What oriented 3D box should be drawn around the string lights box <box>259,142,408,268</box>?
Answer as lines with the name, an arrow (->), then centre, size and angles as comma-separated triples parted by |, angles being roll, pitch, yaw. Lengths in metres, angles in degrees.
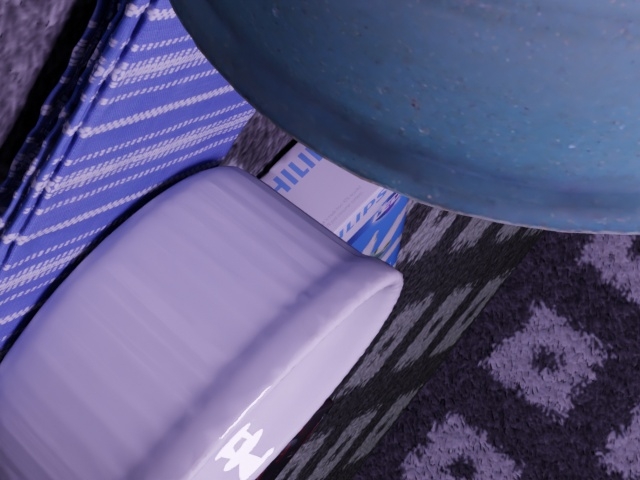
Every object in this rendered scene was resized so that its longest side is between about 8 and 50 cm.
string lights box -> 0.000, 0.000, 1.257 | 0.133, 0.076, 0.260 | -45, 166, -17

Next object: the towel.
towel -> -0.107, -0.055, 0.872 | 0.336, 0.040, 0.243 | -55, 168, 27

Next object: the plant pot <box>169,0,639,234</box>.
plant pot -> 0.098, -0.234, 0.474 | 0.341, 0.341, 0.334 | -44, 157, -24

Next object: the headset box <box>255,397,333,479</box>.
headset box -> -0.125, 0.203, 1.302 | 0.218, 0.110, 0.293 | -52, 170, 9

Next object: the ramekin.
ramekin -> -0.087, 0.084, 0.971 | 0.277, 0.135, 0.277 | -46, 170, -11
